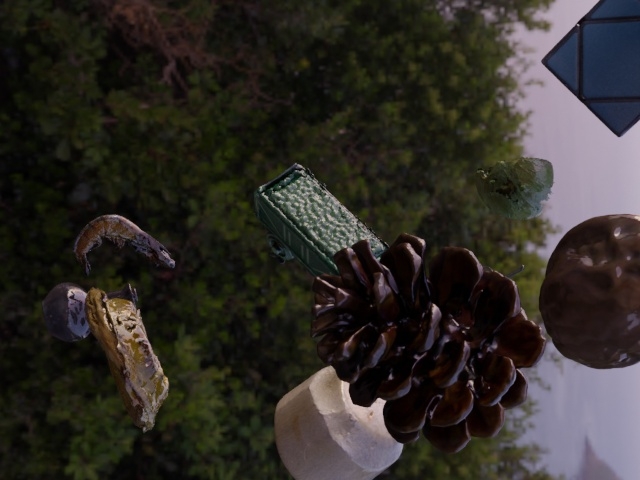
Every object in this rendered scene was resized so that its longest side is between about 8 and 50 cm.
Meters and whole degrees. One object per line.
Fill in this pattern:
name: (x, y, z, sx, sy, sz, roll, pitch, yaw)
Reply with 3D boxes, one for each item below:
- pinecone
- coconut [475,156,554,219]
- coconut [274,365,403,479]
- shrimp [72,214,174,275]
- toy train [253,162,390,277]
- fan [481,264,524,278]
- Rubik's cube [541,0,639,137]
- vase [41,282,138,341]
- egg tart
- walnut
pinecone: (0.119, 0.107, 1.155, 0.309, 0.244, 0.244, 37, 50, -41)
coconut: (0.368, -0.097, 1.871, 0.055, 0.158, 0.133, -24, 88, -56)
coconut: (0.023, 0.378, 1.934, 0.237, 0.266, 0.237, 25, 40, -23)
shrimp: (-0.386, 0.030, 1.905, 0.195, 0.148, 0.035, 38, 18, -36)
toy train: (0.000, 0.000, 1.626, 0.115, 0.269, 0.154, -33, 153, -27)
fan: (0.240, 0.075, 1.465, 0.005, 0.175, 0.113, 31, 49, -18)
Rubik's cube: (0.556, -0.332, 1.804, 0.205, 0.205, 0.207, 46, 24, 6)
vase: (-0.455, 0.131, 1.967, 0.120, 0.183, 0.120, 164, -90, -79)
egg tart: (-0.331, 0.199, 1.725, 0.279, 0.095, 0.279, 58, -17, 29)
walnut: (0.460, 0.073, 1.496, 0.227, 0.273, 0.273, 42, 44, -34)
